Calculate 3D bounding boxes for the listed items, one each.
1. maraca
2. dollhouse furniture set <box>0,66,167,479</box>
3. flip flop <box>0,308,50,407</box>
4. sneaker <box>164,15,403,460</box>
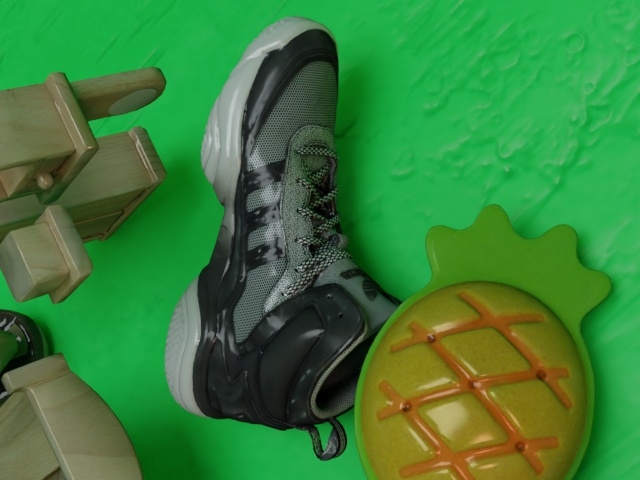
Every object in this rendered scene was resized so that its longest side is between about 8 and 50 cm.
[{"bbox_3d":[0.089,0.069,0.558,0.127,0.099,0.186,18,74,10],"label":"maraca"},{"bbox_3d":[-0.133,0.107,0.696,0.303,0.173,0.356,-37,77,49],"label":"dollhouse furniture set"},{"bbox_3d":[-0.346,0.116,0.885,0.277,0.080,0.112,-11,76,18],"label":"flip flop"},{"bbox_3d":[0.000,0.000,0.640,0.153,0.101,0.269,18,96,37],"label":"sneaker"}]
